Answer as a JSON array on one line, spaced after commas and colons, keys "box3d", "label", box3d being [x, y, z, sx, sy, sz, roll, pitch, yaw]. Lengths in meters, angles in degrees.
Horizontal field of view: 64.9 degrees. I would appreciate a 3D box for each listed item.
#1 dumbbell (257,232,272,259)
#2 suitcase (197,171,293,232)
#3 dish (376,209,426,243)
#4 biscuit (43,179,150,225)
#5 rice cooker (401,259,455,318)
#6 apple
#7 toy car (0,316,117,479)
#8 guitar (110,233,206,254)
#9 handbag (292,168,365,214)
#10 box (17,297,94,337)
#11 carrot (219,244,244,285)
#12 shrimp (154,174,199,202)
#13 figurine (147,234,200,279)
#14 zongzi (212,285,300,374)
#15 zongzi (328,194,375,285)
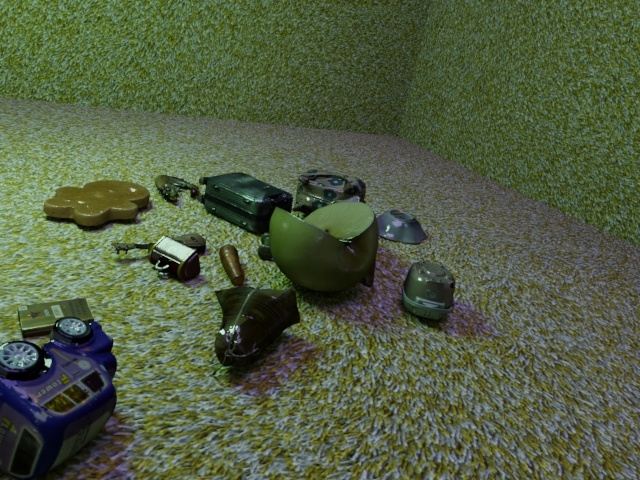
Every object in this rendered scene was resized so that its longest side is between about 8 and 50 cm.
[{"box3d": [-0.163, 0.017, 1.544, 0.052, 0.046, 0.118, 14, 21, -6], "label": "dumbbell"}, {"box3d": [-0.261, -0.140, 1.763, 0.312, 0.128, 0.202, 24, 25, 28], "label": "suitcase"}, {"box3d": [0.302, -0.068, 1.928, 0.229, 0.081, 0.229, 9, 22, -4], "label": "dish"}, {"box3d": [-0.699, -0.124, 1.614, 0.275, 0.052, 0.355, 14, 21, 5], "label": "biscuit"}, {"box3d": [0.297, 0.133, 1.383, 0.145, 0.127, 0.206, 12, 14, 5], "label": "rice cooker"}, {"box3d": [0.005, 0.019, 1.377, 0.295, 0.233, 0.258, -13, 17, -43], "label": "apple"}, {"box3d": [-0.399, 0.238, 0.767, 0.158, 0.172, 0.235, 33, 23, 8], "label": "toy car"}, {"box3d": [-0.449, 0.018, 1.406, 0.271, 0.038, 0.084, -6, 27, -42], "label": "guitar"}, {"box3d": [0.024, -0.156, 1.845, 0.251, 0.190, 0.193, 15, 10, 14], "label": "handbag"}, {"box3d": [-0.549, 0.158, 1.046, 0.133, 0.023, 0.090, -6, 26, -36], "label": "box"}, {"box3d": [-0.243, 0.067, 1.383, 0.055, 0.055, 0.161, 2, 31, -23], "label": "carrot"}, {"box3d": [-0.529, -0.194, 1.874, 0.173, 0.058, 0.253, 7, 19, -33], "label": "shrimp"}, {"box3d": [-0.401, 0.053, 1.321, 0.154, 0.082, 0.098, 21, 43, 23], "label": "figurine"}, {"box3d": [-0.202, 0.181, 1.088, 0.241, 0.111, 0.247, 2, 22, 28], "label": "zongzi"}, {"box3d": [0.125, 0.026, 1.613, 0.134, 0.288, 0.286, -19, -15, 5], "label": "zongzi"}]
